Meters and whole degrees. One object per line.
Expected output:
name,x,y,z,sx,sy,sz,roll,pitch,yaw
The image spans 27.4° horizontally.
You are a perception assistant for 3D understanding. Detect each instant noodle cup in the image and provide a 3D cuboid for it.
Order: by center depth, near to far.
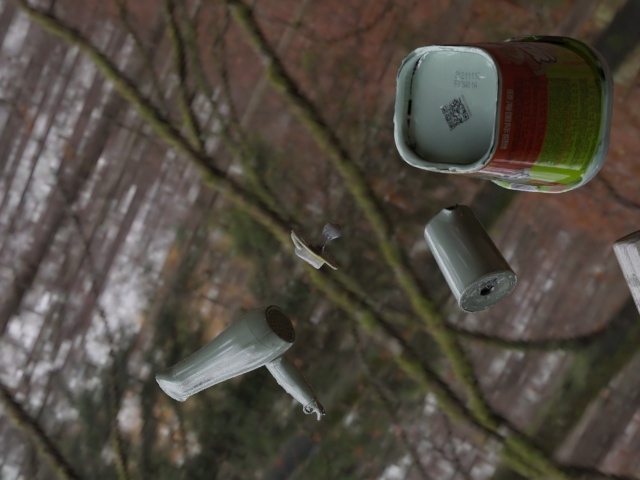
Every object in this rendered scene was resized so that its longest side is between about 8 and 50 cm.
instant noodle cup,0.288,-0.210,2.145,0.294,0.294,0.308,35,-155,34

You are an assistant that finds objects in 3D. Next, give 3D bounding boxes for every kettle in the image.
kettle,0.232,0.030,2.034,0.127,0.098,0.148,34,-158,-51

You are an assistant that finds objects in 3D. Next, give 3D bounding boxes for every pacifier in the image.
pacifier,0.000,0.000,1.699,0.083,0.064,0.068,36,-167,-41

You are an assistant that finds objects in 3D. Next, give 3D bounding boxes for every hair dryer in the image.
hair dryer,-0.083,0.205,1.864,0.237,0.206,0.075,41,-152,-36

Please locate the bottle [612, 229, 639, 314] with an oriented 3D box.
bottle,0.640,0.100,2.432,0.253,0.120,0.120,68,-162,-2
